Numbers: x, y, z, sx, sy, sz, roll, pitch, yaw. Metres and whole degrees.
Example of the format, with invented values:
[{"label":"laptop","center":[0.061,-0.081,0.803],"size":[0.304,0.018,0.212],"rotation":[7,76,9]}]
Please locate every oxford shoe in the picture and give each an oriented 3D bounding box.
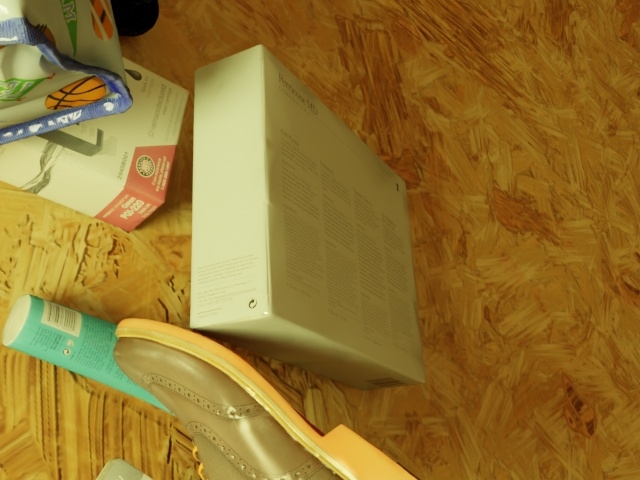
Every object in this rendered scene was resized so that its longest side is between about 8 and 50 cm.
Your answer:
[{"label":"oxford shoe","center":[-0.071,0.185,0.678],"size":[0.133,0.363,0.130],"rotation":[-54,150,-16]}]

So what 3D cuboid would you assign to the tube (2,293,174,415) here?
[{"label":"tube","center":[-0.213,0.115,0.789],"size":[0.207,0.052,0.080],"rotation":[29,60,-33]}]

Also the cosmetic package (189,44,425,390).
[{"label":"cosmetic package","center":[0.000,0.000,0.890],"size":[0.377,0.097,0.285],"rotation":[34,50,-55]}]

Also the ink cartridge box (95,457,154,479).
[{"label":"ink cartridge box","center":[-0.165,0.387,0.645],"size":[0.272,0.130,0.309],"rotation":[41,49,-14]}]

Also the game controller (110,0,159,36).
[{"label":"game controller","center":[-0.335,-0.323,0.867],"size":[0.319,0.067,0.167],"rotation":[2,70,-40]}]

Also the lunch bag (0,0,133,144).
[{"label":"lunch bag","center":[-0.379,-0.222,0.610],"size":[0.239,0.385,0.328],"rotation":[35,41,-80]}]

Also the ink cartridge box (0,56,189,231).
[{"label":"ink cartridge box","center":[-0.264,-0.128,0.822],"size":[0.217,0.092,0.159],"rotation":[23,57,-28]}]
